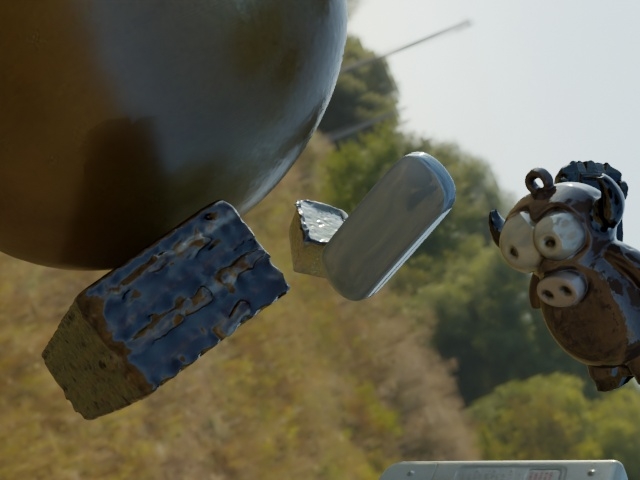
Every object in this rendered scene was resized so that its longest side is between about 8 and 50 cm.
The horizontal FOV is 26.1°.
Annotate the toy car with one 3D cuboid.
[{"bbox_3d":[0.373,-0.005,1.924,0.063,0.103,0.216,123,-30,-77],"label":"toy car"}]

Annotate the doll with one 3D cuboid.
[{"bbox_3d":[0.281,0.040,1.481,0.117,0.182,0.257,-42,107,-40],"label":"doll"}]

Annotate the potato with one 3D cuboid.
[{"bbox_3d":[0.000,-0.001,1.816,0.122,0.086,0.061,-103,-146,-61],"label":"potato"}]

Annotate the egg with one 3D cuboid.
[{"bbox_3d":[-0.138,-0.133,1.017,0.282,0.351,0.283,43,-25,26],"label":"egg"}]

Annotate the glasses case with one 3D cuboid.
[{"bbox_3d":[0.063,-0.012,1.330,0.067,0.178,0.045,49,37,13],"label":"glasses case"}]

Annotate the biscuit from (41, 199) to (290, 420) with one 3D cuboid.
[{"bbox_3d":[-0.120,0.059,0.935,0.073,0.107,0.388,54,-17,0],"label":"biscuit"}]

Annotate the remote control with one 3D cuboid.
[{"bbox_3d":[0.118,0.193,0.982,0.029,0.190,0.087,66,33,-30],"label":"remote control"}]
